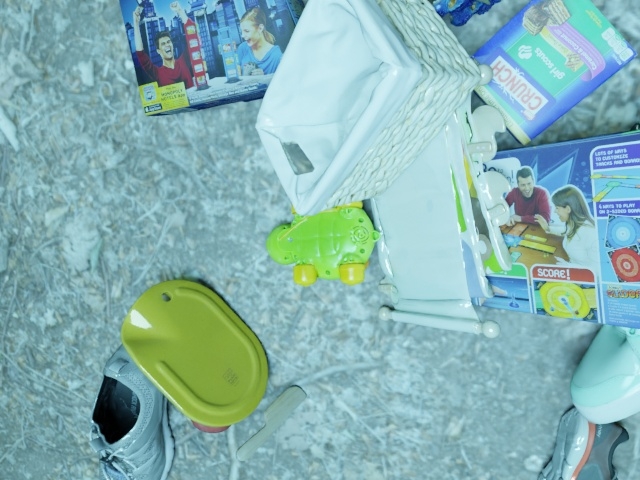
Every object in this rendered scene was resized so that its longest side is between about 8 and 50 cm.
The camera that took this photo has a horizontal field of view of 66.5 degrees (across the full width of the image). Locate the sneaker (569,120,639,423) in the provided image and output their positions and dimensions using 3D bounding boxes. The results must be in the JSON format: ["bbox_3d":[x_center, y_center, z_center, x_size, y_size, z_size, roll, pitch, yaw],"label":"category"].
[{"bbox_3d":[0.251,0.019,0.412,0.151,0.094,0.256,30,101,3],"label":"sneaker"}]

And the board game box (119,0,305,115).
[{"bbox_3d":[-0.100,-0.237,0.483,0.194,0.060,0.194,-5,100,19],"label":"board game box"}]

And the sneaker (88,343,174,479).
[{"bbox_3d":[-0.254,0.240,0.616,0.105,0.115,0.281,15,107,14],"label":"sneaker"}]

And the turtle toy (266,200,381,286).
[{"bbox_3d":[0.000,0.000,0.503,0.130,0.066,0.095,-3,84,21],"label":"turtle toy"}]

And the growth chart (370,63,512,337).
[{"bbox_3d":[0.100,-0.023,0.444,0.172,0.021,0.237,7,107,53],"label":"growth chart"}]

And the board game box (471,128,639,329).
[{"bbox_3d":[0.170,-0.009,0.402,0.201,0.035,0.136,3,104,54],"label":"board game box"}]

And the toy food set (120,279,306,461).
[{"bbox_3d":[-0.135,0.149,0.562,0.218,0.128,0.071,48,132,-3],"label":"toy food set"}]

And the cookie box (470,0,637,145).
[{"bbox_3d":[0.189,-0.152,0.421,0.107,0.040,0.092,-42,89,23],"label":"cookie box"}]

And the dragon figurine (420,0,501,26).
[{"bbox_3d":[0.164,-0.306,0.366,0.144,0.085,0.289,46,116,1],"label":"dragon figurine"}]

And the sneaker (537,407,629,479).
[{"bbox_3d":[0.262,0.246,0.485,0.064,0.061,0.158,13,107,8],"label":"sneaker"}]

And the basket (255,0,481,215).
[{"bbox_3d":[0.033,-0.114,0.404,0.167,0.103,0.113,-52,57,48],"label":"basket"}]
